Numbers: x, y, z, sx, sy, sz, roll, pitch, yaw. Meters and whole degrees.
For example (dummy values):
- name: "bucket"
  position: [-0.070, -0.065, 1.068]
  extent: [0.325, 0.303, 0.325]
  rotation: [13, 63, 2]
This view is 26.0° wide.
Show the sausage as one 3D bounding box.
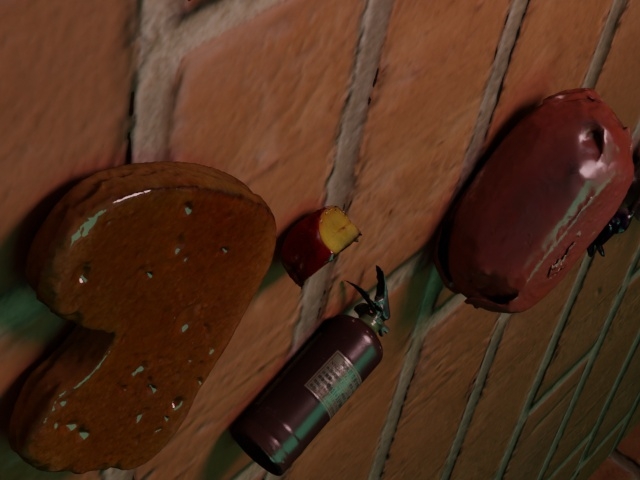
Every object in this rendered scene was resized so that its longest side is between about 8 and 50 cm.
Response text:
- name: "sausage"
  position: [0.243, -0.042, 1.557]
  extent: [0.280, 0.152, 0.152]
  rotation: [-55, 158, 9]

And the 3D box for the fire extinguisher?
- name: "fire extinguisher"
  position: [0.001, 0.128, 1.429]
  extent: [0.231, 0.071, 0.099]
  rotation: [-48, 129, -17]

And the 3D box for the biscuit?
- name: "biscuit"
  position: [-0.154, 0.062, 1.045]
  extent: [0.262, 0.052, 0.277]
  rotation: [0, 123, -58]

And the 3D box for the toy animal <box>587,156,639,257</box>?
- name: "toy animal"
  position: [0.505, -0.065, 2.119]
  extent: [0.324, 0.090, 0.195]
  rotation: [-5, 134, -50]

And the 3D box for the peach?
- name: "peach"
  position: [0.000, 0.000, 1.257]
  extent: [0.083, 0.050, 0.077]
  rotation: [-36, 176, -18]
